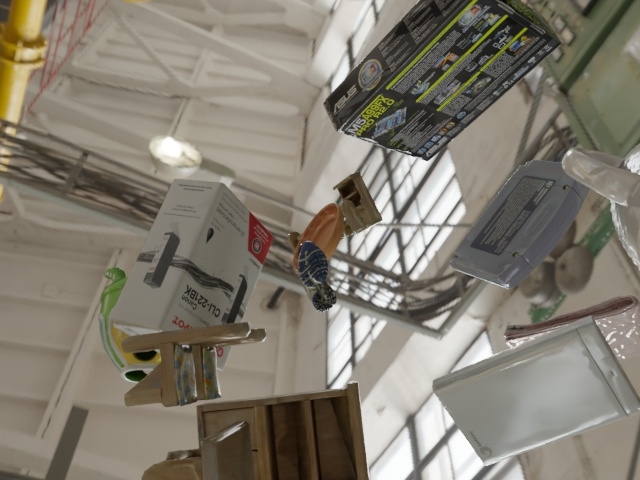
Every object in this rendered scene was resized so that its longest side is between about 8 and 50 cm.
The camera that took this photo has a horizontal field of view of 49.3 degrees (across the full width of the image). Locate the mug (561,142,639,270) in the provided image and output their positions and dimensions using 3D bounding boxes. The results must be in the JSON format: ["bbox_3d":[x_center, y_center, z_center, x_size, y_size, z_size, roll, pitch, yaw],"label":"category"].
[{"bbox_3d":[0.601,-0.079,1.202,0.374,0.276,0.328,19,-159,2],"label":"mug"}]

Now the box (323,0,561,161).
[{"bbox_3d":[0.170,-0.235,0.979,0.216,0.270,0.060,10,-131,-43],"label":"box"}]

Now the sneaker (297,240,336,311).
[{"bbox_3d":[-0.017,0.054,1.138,0.052,0.135,0.058,-24,-144,-16],"label":"sneaker"}]

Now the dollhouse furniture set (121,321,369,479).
[{"bbox_3d":[-0.068,0.298,0.935,0.256,0.394,0.362,-7,-99,3],"label":"dollhouse furniture set"}]

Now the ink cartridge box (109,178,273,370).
[{"bbox_3d":[-0.211,0.061,1.200,0.114,0.197,0.273,7,-115,30],"label":"ink cartridge box"}]

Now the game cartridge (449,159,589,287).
[{"bbox_3d":[0.416,-0.037,1.440,0.062,0.297,0.198,44,170,-31],"label":"game cartridge"}]

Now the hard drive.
[{"bbox_3d":[0.442,0.319,1.439,0.233,0.353,0.047,55,-156,-16],"label":"hard drive"}]

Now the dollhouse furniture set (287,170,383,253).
[{"bbox_3d":[0.034,-0.076,2.023,0.242,0.212,0.161,-24,-94,-32],"label":"dollhouse furniture set"}]

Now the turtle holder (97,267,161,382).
[{"bbox_3d":[-0.367,0.186,1.554,0.243,0.320,0.228,14,-119,-28],"label":"turtle holder"}]

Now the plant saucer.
[{"bbox_3d":[0.000,0.000,1.742,0.037,0.200,0.200,31,-149,-19],"label":"plant saucer"}]

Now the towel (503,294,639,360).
[{"bbox_3d":[0.648,0.249,1.755,0.332,0.316,0.053,45,-147,-53],"label":"towel"}]
